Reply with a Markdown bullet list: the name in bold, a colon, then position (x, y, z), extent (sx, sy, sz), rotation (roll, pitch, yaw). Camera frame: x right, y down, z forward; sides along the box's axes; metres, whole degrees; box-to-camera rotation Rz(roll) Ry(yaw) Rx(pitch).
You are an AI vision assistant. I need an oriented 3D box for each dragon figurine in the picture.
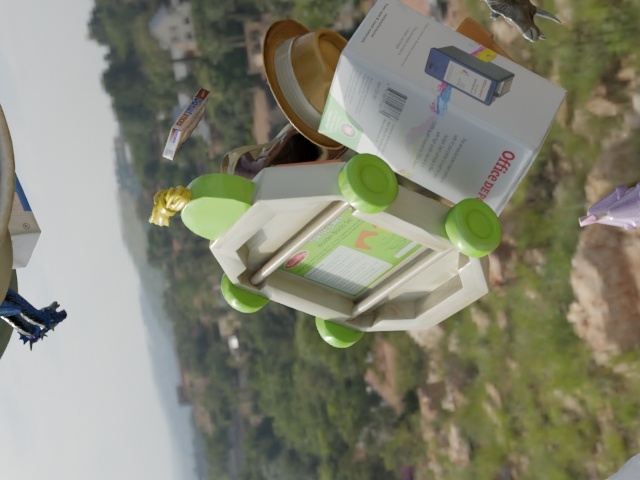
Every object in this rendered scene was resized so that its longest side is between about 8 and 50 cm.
- **dragon figurine**: position (-0.454, 0.089, 1.513), extent (0.144, 0.085, 0.289), rotation (48, -164, 13)

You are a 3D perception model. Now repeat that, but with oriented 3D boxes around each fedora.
- **fedora**: position (0.006, -0.223, 1.550), extent (0.079, 0.194, 0.194), rotation (-23, 71, 35)

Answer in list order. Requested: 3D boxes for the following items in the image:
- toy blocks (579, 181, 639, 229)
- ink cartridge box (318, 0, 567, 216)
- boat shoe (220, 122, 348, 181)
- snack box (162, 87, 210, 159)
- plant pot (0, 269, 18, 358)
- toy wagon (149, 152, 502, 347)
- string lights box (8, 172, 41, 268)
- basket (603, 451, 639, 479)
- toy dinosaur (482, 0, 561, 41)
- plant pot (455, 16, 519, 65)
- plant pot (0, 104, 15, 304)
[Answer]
- **toy blocks**: position (0.427, -0.073, 1.302), extent (0.288, 0.260, 0.309), rotation (-10, -94, -74)
- **ink cartridge box**: position (0.120, -0.130, 1.163), extent (0.093, 0.212, 0.154), rotation (-58, -6, -27)
- **boat shoe**: position (-0.032, -0.158, 2.125), extent (0.123, 0.342, 0.123), rotation (0, 105, 40)
- **snack box**: position (-0.238, -0.210, 2.044), extent (0.178, 0.022, 0.064), rotation (-68, 1, -58)
- **plant pot**: position (-0.590, 0.125, 1.760), extent (0.195, 0.290, 0.290), rotation (55, 157, 35)
- **toy wagon**: position (0.000, 0.000, 1.135), extent (0.267, 0.344, 0.068), rotation (-40, 35, 49)
- **string lights box**: position (-0.454, -0.083, 1.404), extent (0.260, 0.133, 0.077), rotation (61, 138, 27)
- **basket**: position (0.420, 0.340, 1.078), extent (0.266, 0.331, 0.328), rotation (48, 172, 40)
- **toy dinosaur**: position (0.258, -0.450, 1.727), extent (0.121, 0.160, 0.314), rotation (8, 110, 47)
- **plant pot**: position (0.285, -0.240, 2.127), extent (0.291, 0.203, 0.291), rotation (-59, -4, -6)
- **plant pot**: position (-0.426, -0.013, 1.063), extent (0.305, 0.333, 0.334), rotation (108, 152, -76)
